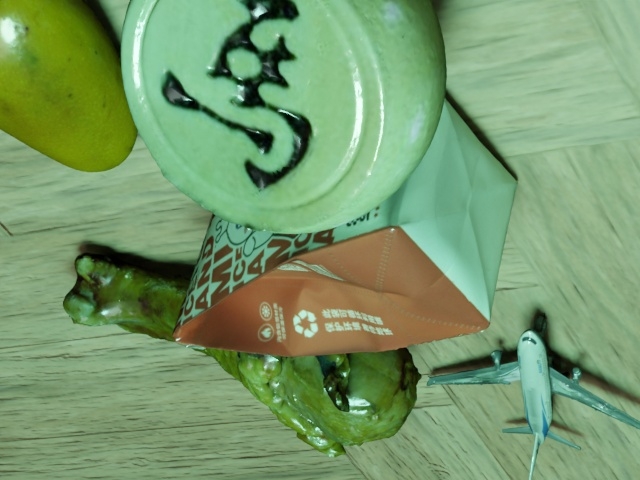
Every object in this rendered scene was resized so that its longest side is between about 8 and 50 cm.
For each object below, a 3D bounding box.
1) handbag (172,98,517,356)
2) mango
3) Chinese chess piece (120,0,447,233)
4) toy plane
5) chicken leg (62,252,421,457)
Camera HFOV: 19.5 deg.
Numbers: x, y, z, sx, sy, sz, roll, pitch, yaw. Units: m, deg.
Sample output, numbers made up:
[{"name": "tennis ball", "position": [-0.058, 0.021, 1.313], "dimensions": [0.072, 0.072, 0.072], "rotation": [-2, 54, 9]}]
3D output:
[{"name": "handbag", "position": [0.000, 0.000, 1.560], "dimensions": [0.298, 0.171, 0.151], "rotation": [-14, 135, 34]}, {"name": "mango", "position": [-0.232, -0.140, 1.523], "dimensions": [0.138, 0.113, 0.253], "rotation": [-5, 146, 22]}, {"name": "Chinese chess piece", "position": [-0.030, -0.127, 1.377], "dimensions": [0.250, 0.101, 0.250], "rotation": [12, 116, 26]}, {"name": "toy plane", "position": [0.203, 0.141, 1.754], "dimensions": [0.226, 0.058, 0.226], "rotation": [12, 141, 17]}, {"name": "chicken leg", "position": [-0.053, 0.094, 1.756], "dimensions": [0.361, 0.140, 0.211], "rotation": [19, 165, 38]}]
